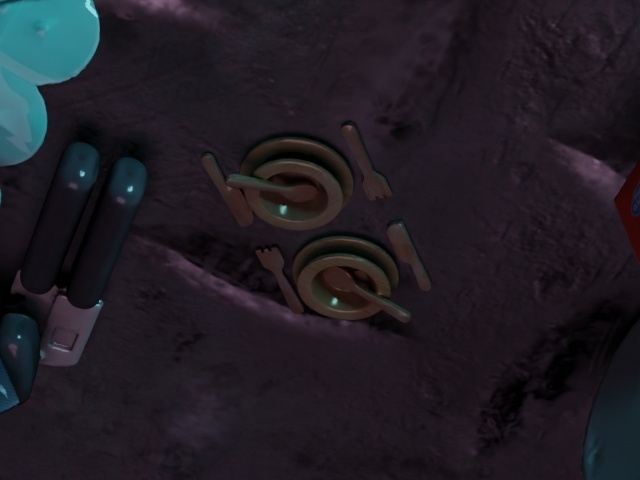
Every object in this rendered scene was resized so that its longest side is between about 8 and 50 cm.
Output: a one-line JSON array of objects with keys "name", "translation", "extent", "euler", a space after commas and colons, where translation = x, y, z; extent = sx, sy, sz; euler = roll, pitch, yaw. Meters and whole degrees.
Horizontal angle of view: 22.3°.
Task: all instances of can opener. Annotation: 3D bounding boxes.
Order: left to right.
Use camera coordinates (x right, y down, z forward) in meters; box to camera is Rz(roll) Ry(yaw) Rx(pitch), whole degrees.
[{"name": "can opener", "translation": [-0.207, 0.041, 1.294], "extent": [0.076, 0.095, 0.283], "euler": [18, 142, -10]}]

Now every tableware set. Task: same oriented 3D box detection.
[{"name": "tableware set", "translation": [0.000, 0.000, 1.260], "extent": [0.128, 0.039, 0.194], "euler": [-11, 133, 20]}]

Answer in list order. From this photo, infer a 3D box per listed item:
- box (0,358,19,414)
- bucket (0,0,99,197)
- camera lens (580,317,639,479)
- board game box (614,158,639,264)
[{"name": "box", "translation": [-0.380, 0.093, 1.338], "extent": [0.233, 0.059, 0.183], "euler": [-23, 93, 31]}, {"name": "bucket", "translation": [-0.233, -0.154, 0.986], "extent": [0.183, 0.281, 0.281], "euler": [29, 133, -15]}, {"name": "camera lens", "translation": [0.370, 0.173, 1.250], "extent": [0.274, 0.219, 0.219], "euler": [25, 134, -16]}, {"name": "board game box", "translation": [0.366, -0.098, 1.038], "extent": [0.242, 0.064, 0.316], "euler": [4, 139, -18]}]
